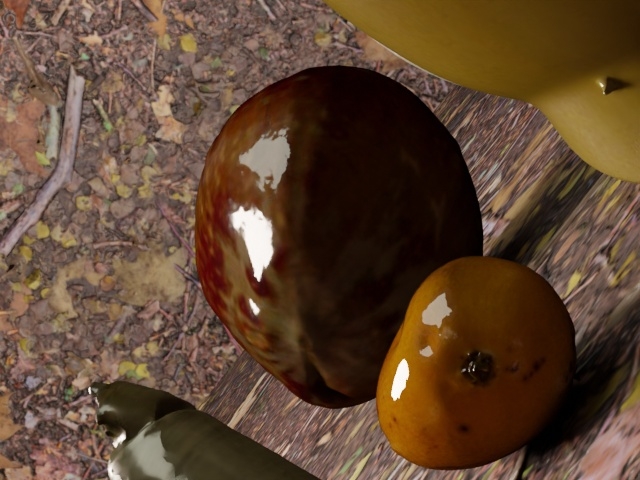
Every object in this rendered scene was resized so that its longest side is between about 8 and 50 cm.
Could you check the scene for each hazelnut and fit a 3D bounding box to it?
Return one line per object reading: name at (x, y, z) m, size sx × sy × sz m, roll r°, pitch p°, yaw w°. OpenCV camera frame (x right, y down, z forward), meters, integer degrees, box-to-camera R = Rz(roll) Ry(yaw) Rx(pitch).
hazelnut at (0.000, 0.000, 1.372) m, size 0.218 × 0.234 × 0.218 m, roll -17°, pitch 32°, yaw 12°

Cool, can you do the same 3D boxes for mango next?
mango at (0.077, 0.067, 0.939) m, size 0.105 × 0.084 × 0.159 m, roll -53°, pitch -18°, yaw -8°

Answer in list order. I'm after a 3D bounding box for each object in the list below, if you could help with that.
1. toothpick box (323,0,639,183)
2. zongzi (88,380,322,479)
toothpick box at (0.121, -0.282, 1.040) m, size 0.409 × 0.425 × 0.409 m, roll -37°, pitch 18°, yaw 14°
zongzi at (0.001, 0.137, 0.345) m, size 0.194 × 0.197 × 0.099 m, roll -57°, pitch -11°, yaw -24°
